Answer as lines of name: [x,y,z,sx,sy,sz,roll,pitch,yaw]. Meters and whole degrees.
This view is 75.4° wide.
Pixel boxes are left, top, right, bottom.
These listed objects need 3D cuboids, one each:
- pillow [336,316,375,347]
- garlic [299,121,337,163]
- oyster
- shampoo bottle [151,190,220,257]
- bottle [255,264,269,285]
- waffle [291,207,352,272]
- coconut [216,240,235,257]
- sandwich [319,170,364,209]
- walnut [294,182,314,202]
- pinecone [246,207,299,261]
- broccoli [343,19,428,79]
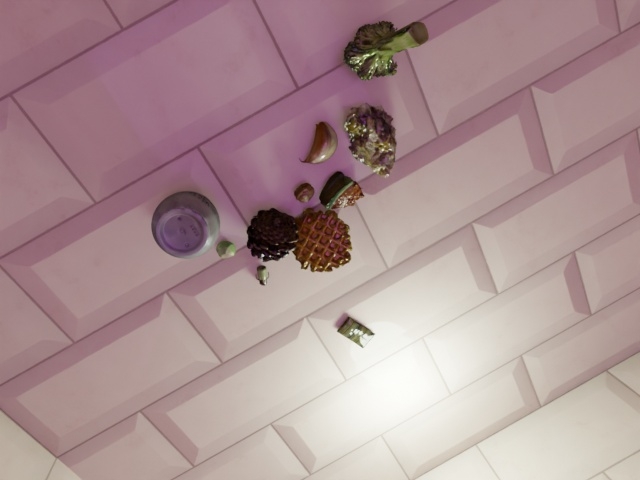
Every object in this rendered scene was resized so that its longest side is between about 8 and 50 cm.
pillow: [0.194,0.502,2.244,0.203,0.038,0.113,35,99,-22]
garlic: [0.010,-0.410,1.832,0.128,0.115,0.207,21,107,-25]
oyster: [0.244,-0.449,1.864,0.237,0.115,0.352,-23,113,-3]
shampoo bottle: [-0.562,-0.072,1.751,0.272,0.266,0.273,-3,111,-8]
bottle: [-0.285,0.174,2.022,0.063,0.047,0.101,4,116,16]
waffle: [0.000,0.000,1.959,0.301,0.068,0.325,-15,104,11]
coconut: [-0.443,0.041,1.922,0.082,0.081,0.083,24,89,-54]
sandwich: [0.094,-0.214,1.933,0.185,0.109,0.160,-47,132,5]
walnut: [-0.075,-0.218,1.904,0.096,0.082,0.079,-41,81,-1]
pinecone: [-0.229,-0.022,1.869,0.257,0.244,0.243,-22,121,43]
broccoli: [0.282,-0.777,1.636,0.252,0.361,0.222,-25,111,-43]
